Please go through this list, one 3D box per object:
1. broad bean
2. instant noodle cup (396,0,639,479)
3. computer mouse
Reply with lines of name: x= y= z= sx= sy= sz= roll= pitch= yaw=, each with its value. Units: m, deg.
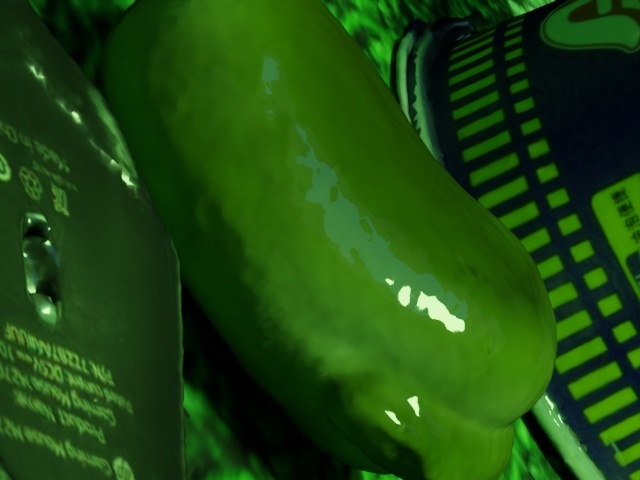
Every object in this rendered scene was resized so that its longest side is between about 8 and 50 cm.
broad bean: x=0.000 y=0.000 z=0.577 sx=0.174 sy=0.082 sz=0.124 roll=47 pitch=23 yaw=-11
instant noodle cup: x=0.237 y=-0.043 z=0.845 sx=0.284 sy=0.312 sz=0.284 roll=50 pitch=23 yaw=-30
computer mouse: x=-0.075 y=0.028 z=0.376 sx=0.106 sy=0.062 sz=0.192 roll=37 pitch=38 yaw=-51
